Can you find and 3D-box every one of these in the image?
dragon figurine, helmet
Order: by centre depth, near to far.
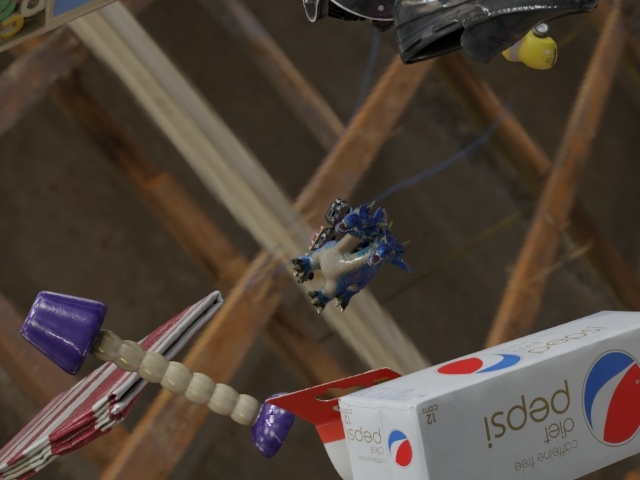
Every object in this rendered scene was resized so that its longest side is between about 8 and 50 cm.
[{"bbox_3d":[0.058,0.017,1.819,0.085,0.144,0.289,63,-164,9],"label":"dragon figurine"},{"bbox_3d":[0.059,-0.369,2.108,0.169,0.161,0.169,7,-108,-21],"label":"helmet"}]

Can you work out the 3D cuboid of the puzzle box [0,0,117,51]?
[{"bbox_3d":[-0.227,-0.386,1.727,0.409,0.272,0.052,-31,-117,-34],"label":"puzzle box"}]

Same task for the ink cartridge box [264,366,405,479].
[{"bbox_3d":[0.063,0.168,1.244,0.179,0.145,0.045,30,-125,-35],"label":"ink cartridge box"}]

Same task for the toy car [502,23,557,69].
[{"bbox_3d":[0.210,-0.337,2.004,0.239,0.053,0.225,32,144,59],"label":"toy car"}]

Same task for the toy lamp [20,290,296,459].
[{"bbox_3d":[-0.158,0.128,1.484,0.275,0.080,0.080,27,-142,-8],"label":"toy lamp"}]

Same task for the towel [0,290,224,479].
[{"bbox_3d":[-0.263,0.188,1.742,0.037,0.329,0.237,51,-142,-7],"label":"towel"}]

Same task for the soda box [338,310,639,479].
[{"bbox_3d":[0.118,0.097,0.863,0.216,0.069,0.073,-14,-84,-35],"label":"soda box"}]

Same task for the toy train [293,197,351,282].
[{"bbox_3d":[0.000,0.000,2.294,0.027,0.158,0.036,6,-143,-36],"label":"toy train"}]

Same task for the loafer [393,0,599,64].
[{"bbox_3d":[0.156,-0.198,1.373,0.076,0.223,0.078,4,-93,-44],"label":"loafer"}]
